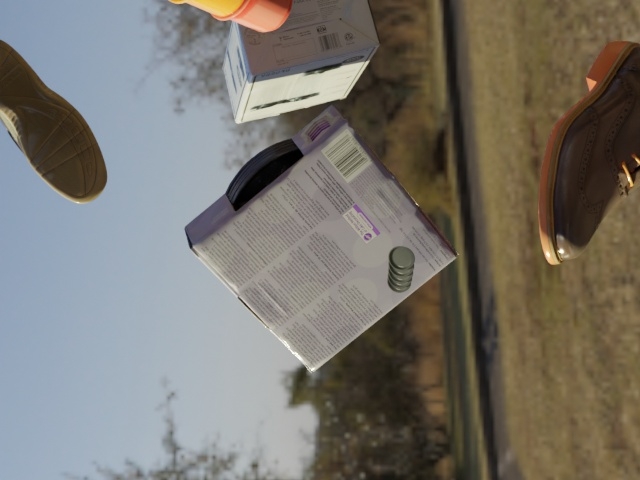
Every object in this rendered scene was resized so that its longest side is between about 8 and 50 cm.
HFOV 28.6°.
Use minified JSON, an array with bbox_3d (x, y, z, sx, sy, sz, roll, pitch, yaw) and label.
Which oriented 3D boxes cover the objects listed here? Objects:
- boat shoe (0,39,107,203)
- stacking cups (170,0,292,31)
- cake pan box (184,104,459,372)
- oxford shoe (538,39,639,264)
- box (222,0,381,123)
[{"bbox_3d":[-0.406,-0.170,1.827,0.285,0.103,0.092,48,175,6],"label":"boat shoe"},{"bbox_3d":[-0.157,-0.288,1.232,0.316,0.096,0.096,14,-107,-48],"label":"stacking cups"},{"bbox_3d":[0.000,0.000,1.554,0.267,0.246,0.070,47,-176,-29],"label":"cake pan box"},{"bbox_3d":[0.380,-0.119,1.594,0.364,0.132,0.130,-61,-38,-26],"label":"oxford shoe"},{"bbox_3d":[-0.034,-0.238,1.629,0.290,0.169,0.087,133,122,-81],"label":"box"}]
